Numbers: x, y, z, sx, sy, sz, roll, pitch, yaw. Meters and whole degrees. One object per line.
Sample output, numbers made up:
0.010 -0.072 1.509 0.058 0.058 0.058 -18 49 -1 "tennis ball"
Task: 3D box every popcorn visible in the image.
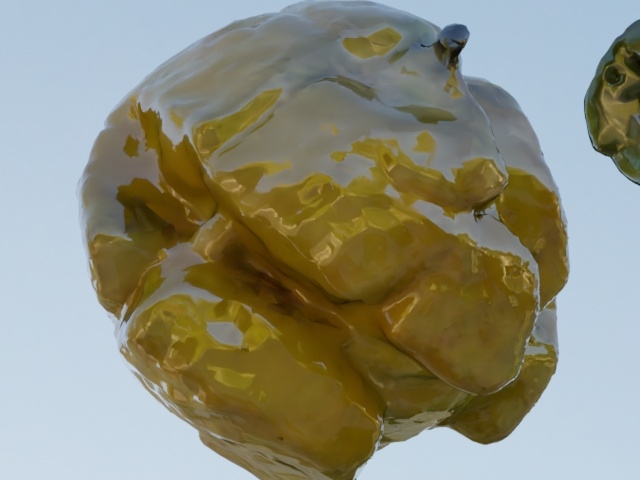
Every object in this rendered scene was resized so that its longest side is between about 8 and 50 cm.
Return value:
0.000 0.000 0.492 0.148 0.167 0.152 12 -56 -5 "popcorn"

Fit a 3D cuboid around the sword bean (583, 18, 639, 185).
0.172 -0.005 0.417 0.269 0.038 0.043 15 -34 -37 "sword bean"
